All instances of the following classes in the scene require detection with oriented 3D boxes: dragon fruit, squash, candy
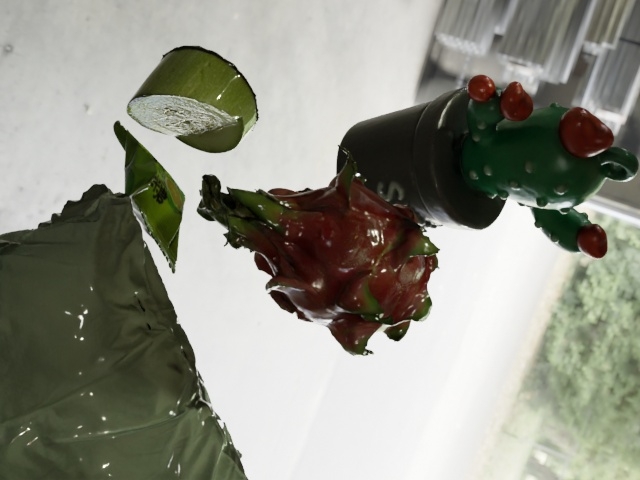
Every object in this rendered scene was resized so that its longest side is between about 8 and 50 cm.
[{"bbox_3d":[0.003,-0.002,0.826,0.137,0.236,0.135,-52,-157,-5],"label":"dragon fruit"},{"bbox_3d":[-0.221,-0.230,1.779,0.220,0.220,0.133,85,24,-53],"label":"squash"},{"bbox_3d":[-0.245,-0.068,1.462,0.246,0.069,0.149,-105,168,-49],"label":"candy"}]

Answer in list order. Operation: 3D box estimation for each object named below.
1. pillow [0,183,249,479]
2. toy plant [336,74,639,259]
[{"bbox_3d":[-0.199,0.126,0.717,0.138,0.283,0.310,-69,137,-62],"label":"pillow"},{"bbox_3d":[0.216,-0.095,1.270,0.185,0.400,0.279,-37,114,-41],"label":"toy plant"}]
